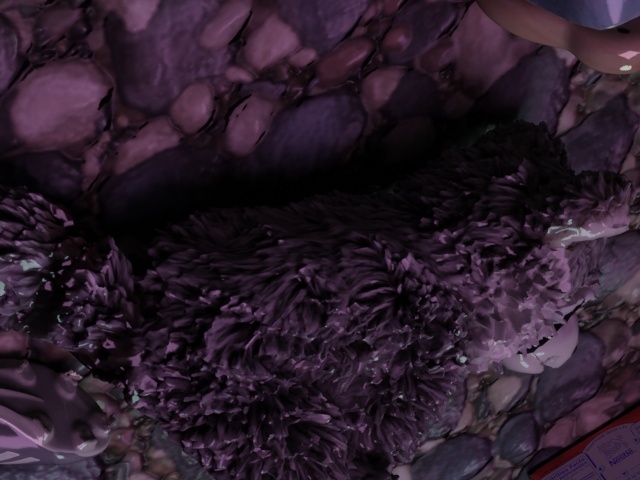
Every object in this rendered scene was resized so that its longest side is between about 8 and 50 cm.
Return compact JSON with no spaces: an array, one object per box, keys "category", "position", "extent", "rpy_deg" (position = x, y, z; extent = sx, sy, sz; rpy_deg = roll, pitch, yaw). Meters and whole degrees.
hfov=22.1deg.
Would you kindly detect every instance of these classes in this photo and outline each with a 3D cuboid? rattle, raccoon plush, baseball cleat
[{"category":"rattle","position":[0.173,-0.169,0.940],"extent":[0.130,0.200,0.143],"rpy_deg":[-7,133,-28]},{"category":"raccoon plush","position":[0.000,0.000,1.010],"extent":[0.299,0.216,0.446],"rpy_deg":[-51,137,8]},{"category":"baseball cleat","position":[-0.240,0.120,1.077],"extent":[0.206,0.072,0.109],"rpy_deg":[21,132,-42]}]

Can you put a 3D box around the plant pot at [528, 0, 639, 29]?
[{"category":"plant pot","position":[0.129,-0.291,0.757],"extent":[0.247,0.248,0.252],"rpy_deg":[-31,125,-13]}]

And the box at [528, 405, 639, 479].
[{"category":"box","position":[0.362,0.220,1.487],"extent":[0.300,0.154,0.142],"rpy_deg":[-32,140,-3]}]
